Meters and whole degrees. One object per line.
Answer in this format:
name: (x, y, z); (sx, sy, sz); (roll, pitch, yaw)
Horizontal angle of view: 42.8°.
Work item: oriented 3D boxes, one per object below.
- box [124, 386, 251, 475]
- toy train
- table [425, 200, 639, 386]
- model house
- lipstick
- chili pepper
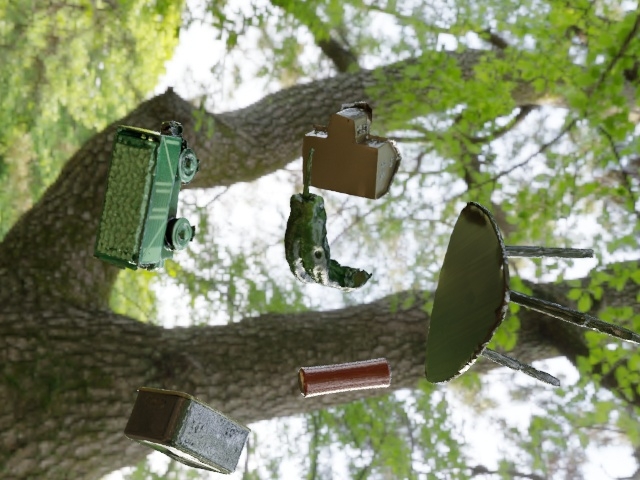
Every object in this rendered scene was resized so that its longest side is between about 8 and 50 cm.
box: (-0.234, 0.338, 1.437); (0.144, 0.201, 0.090); (0, -119, 36)
toy train: (-0.289, -0.076, 1.416); (0.115, 0.154, 0.270); (15, -83, 22)
table: (0.351, 0.097, 1.361); (0.317, 0.248, 0.318); (-167, -90, -80)
model house: (0.085, -0.206, 1.714); (0.248, 0.180, 0.176); (-41, 139, -62)
lipstick: (0.064, 0.359, 2.136); (0.080, 0.241, 0.080); (175, -90, -76)
chili pepper: (0.000, 0.000, 1.291); (0.065, 0.122, 0.279); (25, -31, 39)
